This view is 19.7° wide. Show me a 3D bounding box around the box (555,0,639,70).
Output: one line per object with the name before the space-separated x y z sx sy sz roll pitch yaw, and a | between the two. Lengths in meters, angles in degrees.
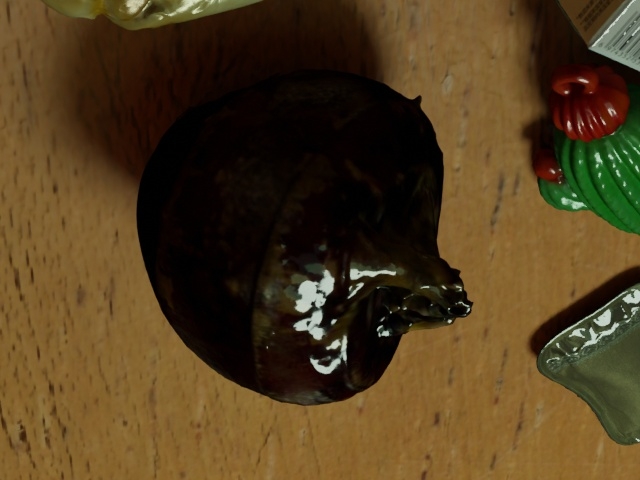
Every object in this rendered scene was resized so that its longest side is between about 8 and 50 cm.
box | 0.271 -0.200 1.244 0.139 0.073 0.194 17 124 -39

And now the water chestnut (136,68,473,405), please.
water chestnut | 0.000 0.000 1.205 0.223 0.238 0.223 -46 144 -48

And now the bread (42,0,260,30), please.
bread | -0.030 -0.223 1.028 0.311 0.121 0.172 -14 136 -14

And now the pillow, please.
pillow | 0.275 0.111 1.616 0.130 0.033 0.217 -35 139 10

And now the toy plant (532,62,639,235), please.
toy plant | 0.231 -0.066 1.318 0.155 0.088 0.240 6 160 3
